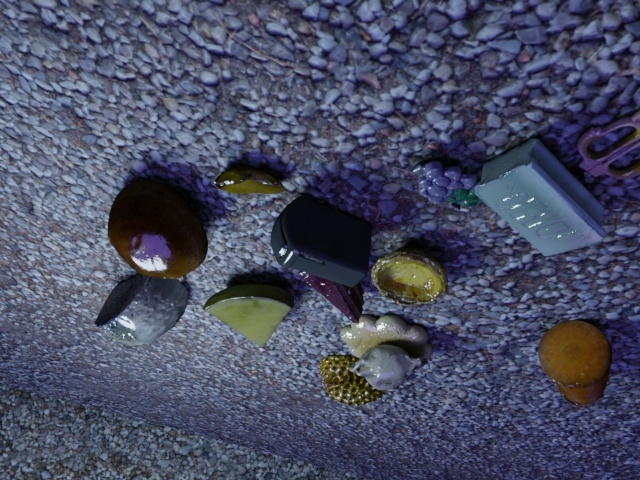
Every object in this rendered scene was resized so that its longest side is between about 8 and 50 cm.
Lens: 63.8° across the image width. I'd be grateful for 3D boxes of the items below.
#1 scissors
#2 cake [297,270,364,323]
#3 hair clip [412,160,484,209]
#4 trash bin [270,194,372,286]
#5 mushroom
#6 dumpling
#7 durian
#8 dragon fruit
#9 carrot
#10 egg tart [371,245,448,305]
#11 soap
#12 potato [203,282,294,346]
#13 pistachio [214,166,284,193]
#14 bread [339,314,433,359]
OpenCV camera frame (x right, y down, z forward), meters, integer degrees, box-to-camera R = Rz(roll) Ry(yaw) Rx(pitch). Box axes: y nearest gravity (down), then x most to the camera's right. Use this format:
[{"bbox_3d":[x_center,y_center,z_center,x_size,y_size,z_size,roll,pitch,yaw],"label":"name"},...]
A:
[{"bbox_3d":[0.532,-0.140,1.026,0.160,0.024,0.317,28,142,-17],"label":"scissors"},{"bbox_3d":[0.039,0.112,1.417,0.113,0.116,0.295,-10,133,33],"label":"cake"},{"bbox_3d":[0.279,-0.123,1.116,0.195,0.052,0.124,22,151,-23],"label":"hair clip"},{"bbox_3d":[0.000,0.000,1.240,0.236,0.177,0.101,21,140,-14],"label":"trash bin"},{"bbox_3d":[-0.424,-0.005,1.347,0.263,0.195,0.283,-8,137,17],"label":"mushroom"},{"bbox_3d":[0.219,0.401,1.642,0.247,0.142,0.172,-4,174,12],"label":"dumpling"},{"bbox_3d":[0.110,0.510,1.858,0.260,0.186,0.154,-14,142,12],"label":"durian"},{"bbox_3d":[-0.571,0.240,1.677,0.283,0.221,0.204,-24,123,34],"label":"dragon fruit"},{"bbox_3d":[0.747,0.366,1.467,0.196,0.196,0.254,-14,141,30],"label":"carrot"},{"bbox_3d":[0.232,0.085,1.341,0.212,0.090,0.212,7,140,6],"label":"egg tart"},{"bbox_3d":[0.447,-0.081,1.047,0.261,0.094,0.150,36,143,-20],"label":"soap"},{"bbox_3d":[-0.175,0.202,1.595,0.255,0.112,0.269,-24,131,33],"label":"potato"},{"bbox_3d":[-0.168,-0.145,1.211,0.173,0.049,0.089,2,165,12],"label":"pistachio"},{"bbox_3d":[0.217,0.341,1.692,0.316,0.054,0.316,10,142,8],"label":"bread"}]
